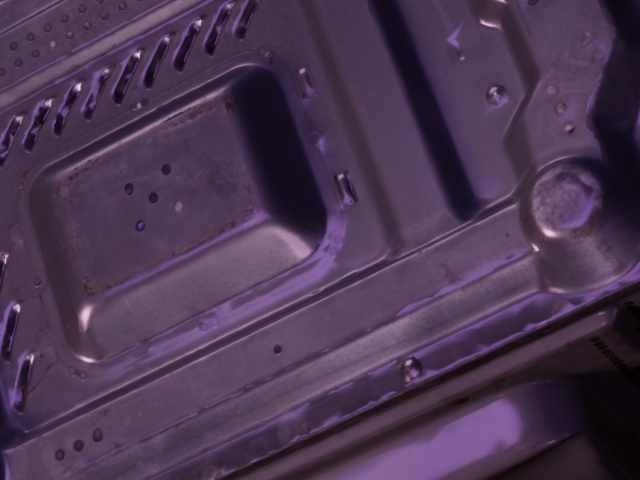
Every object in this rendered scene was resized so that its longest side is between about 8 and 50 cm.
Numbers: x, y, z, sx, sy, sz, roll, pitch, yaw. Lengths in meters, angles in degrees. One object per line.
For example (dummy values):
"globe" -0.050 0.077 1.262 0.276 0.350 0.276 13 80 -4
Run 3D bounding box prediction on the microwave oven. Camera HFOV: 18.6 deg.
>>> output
"microwave oven" 0.000 0.000 0.493 0.240 0.145 0.194 -26 60 13
